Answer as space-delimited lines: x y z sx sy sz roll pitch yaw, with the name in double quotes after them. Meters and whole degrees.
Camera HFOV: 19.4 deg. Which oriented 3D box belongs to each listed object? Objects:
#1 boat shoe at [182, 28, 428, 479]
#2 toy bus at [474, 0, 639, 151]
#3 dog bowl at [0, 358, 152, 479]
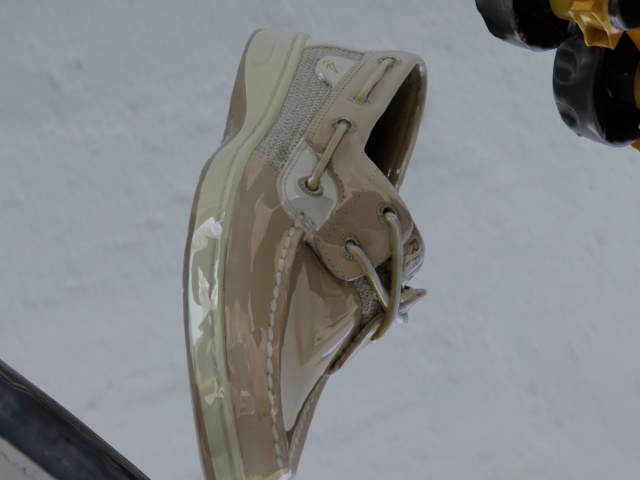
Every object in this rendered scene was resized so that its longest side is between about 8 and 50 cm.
0.000 0.000 0.862 0.098 0.302 0.109 1 -53 7 "boat shoe"
0.192 -0.140 0.810 0.220 0.149 0.211 37 -101 -52 "toy bus"
-0.189 0.105 0.530 0.408 0.408 0.150 46 -115 -28 "dog bowl"
